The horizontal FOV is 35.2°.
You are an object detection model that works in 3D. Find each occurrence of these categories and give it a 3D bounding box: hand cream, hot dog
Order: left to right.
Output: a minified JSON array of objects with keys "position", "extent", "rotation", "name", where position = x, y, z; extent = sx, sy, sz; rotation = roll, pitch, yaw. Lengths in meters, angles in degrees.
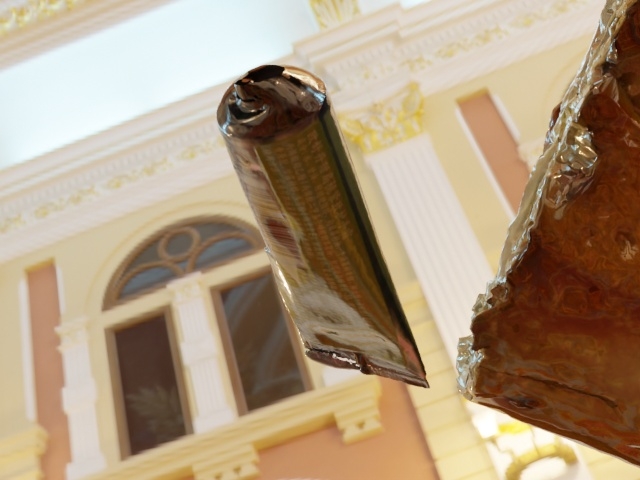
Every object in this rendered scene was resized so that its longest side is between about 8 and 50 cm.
[{"position":[0.000,0.000,0.547],"extent":[0.086,0.055,0.235],"rotation":[12,-38,31],"name":"hand cream"},{"position":[0.308,-0.004,0.612],"extent":[0.365,0.196,0.367],"rotation":[25,-89,4],"name":"hot dog"}]
